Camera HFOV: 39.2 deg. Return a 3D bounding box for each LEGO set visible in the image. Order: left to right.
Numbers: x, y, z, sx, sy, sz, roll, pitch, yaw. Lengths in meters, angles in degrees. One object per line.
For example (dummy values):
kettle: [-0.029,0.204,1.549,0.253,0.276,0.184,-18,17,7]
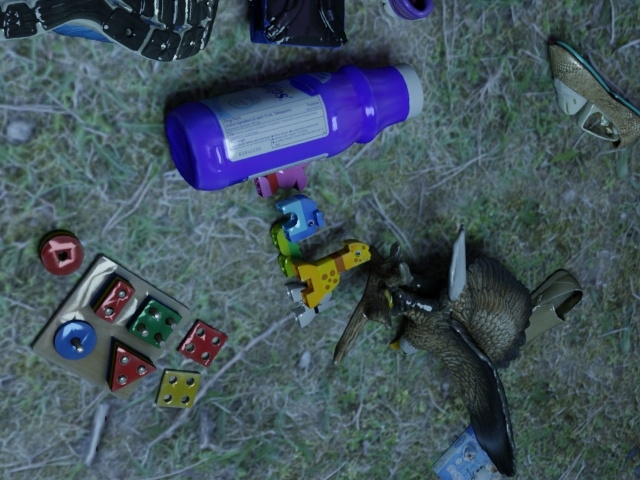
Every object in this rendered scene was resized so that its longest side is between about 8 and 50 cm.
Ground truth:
LEGO set: [0.000,0.000,1.070,0.093,0.087,0.227,-23,117,-18]

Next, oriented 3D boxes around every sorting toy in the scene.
sorting toy: [-0.224,0.111,1.020,0.274,0.046,0.132,38,88,-31]

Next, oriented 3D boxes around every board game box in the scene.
board game box: [0.221,0.331,1.329,0.090,0.020,0.090,-46,121,-4]

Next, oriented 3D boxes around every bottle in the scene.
bottle: [-0.022,-0.134,0.994,0.283,0.118,0.092,-18,113,-19]

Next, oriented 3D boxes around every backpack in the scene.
backpack: [-0.031,-0.268,0.955,0.098,0.101,0.120,-3,104,-27]

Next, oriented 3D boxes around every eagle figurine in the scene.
eagle figurine: [0.174,0.124,1.135,0.298,0.225,0.226,34,88,-14]

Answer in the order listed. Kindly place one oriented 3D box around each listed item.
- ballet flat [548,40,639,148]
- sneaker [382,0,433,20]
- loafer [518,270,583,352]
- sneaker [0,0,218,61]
ballet flat: [0.361,-0.185,1.199,0.206,0.073,0.067,32,105,-27]
sneaker: [0.091,-0.329,1.012,0.068,0.071,0.170,-34,118,-13]
loafer: [0.317,0.104,1.282,0.148,0.050,0.056,-48,121,-5]
sneaker: [-0.234,-0.251,0.847,0.330,0.147,0.129,-3,115,-47]
